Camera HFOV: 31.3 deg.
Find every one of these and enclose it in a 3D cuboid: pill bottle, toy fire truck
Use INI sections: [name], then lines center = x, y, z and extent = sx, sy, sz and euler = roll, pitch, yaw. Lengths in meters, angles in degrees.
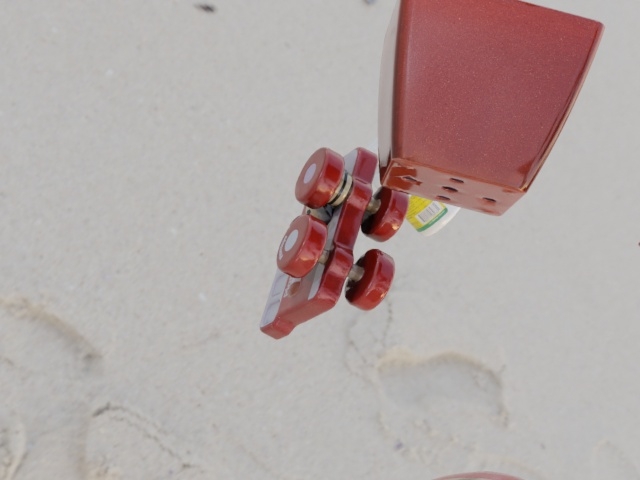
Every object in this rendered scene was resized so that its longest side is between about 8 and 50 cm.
[pill bottle]
center = 0.178, -0.119, 2.291
extent = 0.208, 0.117, 0.117
euler = 45, 41, -10
[toy fire truck]
center = 0.000, 0.000, 1.888
extent = 0.169, 0.254, 0.302
euler = 26, 61, -22

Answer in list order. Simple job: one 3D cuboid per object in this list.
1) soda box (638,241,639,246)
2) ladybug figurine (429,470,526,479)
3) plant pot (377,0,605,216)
[soda box]
center = 0.583, -0.039, 1.783
extent = 0.058, 0.183, 0.063
euler = -7, 50, -47
[ladybug figurine]
center = 0.178, 0.469, 1.593
extent = 0.305, 0.449, 0.162
euler = 45, 27, -7
[plant pot]
center = 0.201, -0.178, 1.561
extent = 0.267, 0.267, 0.236
euler = 15, 80, 0
